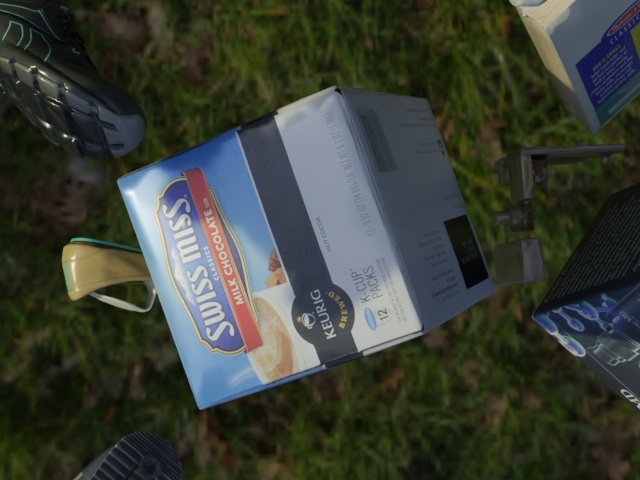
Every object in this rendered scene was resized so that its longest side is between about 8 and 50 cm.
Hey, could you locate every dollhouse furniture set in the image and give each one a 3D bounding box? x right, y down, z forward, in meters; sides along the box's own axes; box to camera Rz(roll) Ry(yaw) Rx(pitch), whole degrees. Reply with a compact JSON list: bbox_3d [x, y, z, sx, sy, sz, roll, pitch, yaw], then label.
[{"bbox_3d":[0.280,-0.028,1.766,0.123,0.151,0.144,-3,176,-10],"label":"dollhouse furniture set"}]

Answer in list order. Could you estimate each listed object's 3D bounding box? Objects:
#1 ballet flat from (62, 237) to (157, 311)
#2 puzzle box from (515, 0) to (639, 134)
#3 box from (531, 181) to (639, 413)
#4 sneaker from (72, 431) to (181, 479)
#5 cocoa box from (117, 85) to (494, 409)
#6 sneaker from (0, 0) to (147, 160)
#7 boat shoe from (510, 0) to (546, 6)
[{"bbox_3d":[-0.175,0.044,1.642,0.232,0.073,0.080,6,169,-30],"label":"ballet flat"},{"bbox_3d":[0.386,-0.310,1.527,0.409,0.052,0.272,-43,153,1],"label":"puzzle box"},{"bbox_3d":[0.486,0.070,1.697,0.293,0.212,0.395,41,156,-9],"label":"box"},{"bbox_3d":[-0.282,0.342,1.617,0.112,0.319,0.131,50,150,0],"label":"sneaker"},{"bbox_3d":[0.000,0.000,1.450,0.228,0.231,0.347,-20,178,17],"label":"cocoa box"},{"bbox_3d":[-0.240,-0.162,1.290,0.267,0.106,0.101,30,151,27],"label":"sneaker"},{"bbox_3d":[0.154,-0.249,0.974,0.070,0.219,0.078,6,157,-6],"label":"boat shoe"}]
